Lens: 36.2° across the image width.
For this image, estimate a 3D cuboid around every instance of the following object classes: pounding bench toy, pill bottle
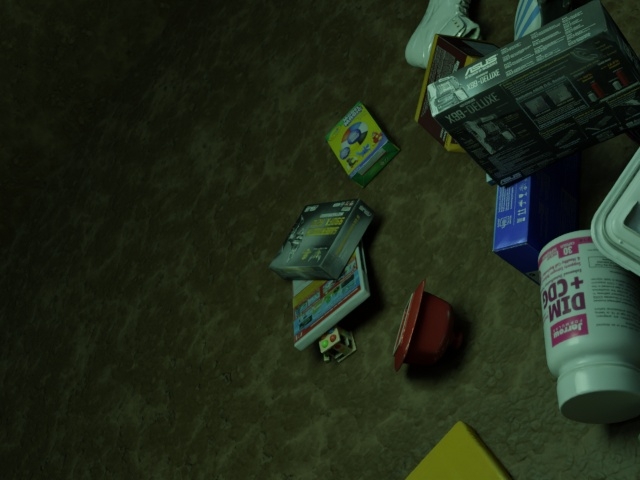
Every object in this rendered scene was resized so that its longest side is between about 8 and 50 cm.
[{"bbox_3d":[0.021,0.221,2.058,0.083,0.065,0.052,-39,41,23],"label":"pounding bench toy"},{"bbox_3d":[0.441,0.139,1.578,0.160,0.160,0.283,-25,48,35],"label":"pill bottle"}]

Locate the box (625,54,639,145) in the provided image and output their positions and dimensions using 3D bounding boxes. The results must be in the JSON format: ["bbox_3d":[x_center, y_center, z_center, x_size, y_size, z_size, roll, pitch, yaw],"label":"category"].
[{"bbox_3d":[0.622,-0.211,1.645,0.163,0.142,0.247,-51,38,8],"label":"box"}]

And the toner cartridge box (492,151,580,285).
[{"bbox_3d":[0.401,-0.104,1.794,0.075,0.165,0.347,-17,52,40],"label":"toner cartridge box"}]

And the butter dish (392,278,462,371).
[{"bbox_3d":[0.211,0.175,1.854,0.160,0.118,0.160,97,-170,-70],"label":"butter dish"}]

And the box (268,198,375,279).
[{"bbox_3d":[0.000,0.000,2.191,0.231,0.056,0.183,-3,51,59],"label":"box"}]

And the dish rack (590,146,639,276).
[{"bbox_3d":[0.607,-0.037,1.458,0.333,0.072,0.285,34,91,18],"label":"dish rack"}]

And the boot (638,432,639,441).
[{"bbox_3d":[0.574,0.275,1.408,0.213,0.077,0.165,-47,37,17],"label":"boot"}]

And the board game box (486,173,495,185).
[{"bbox_3d":[0.376,-0.167,1.982,0.090,0.020,0.090,-25,48,35],"label":"board game box"}]

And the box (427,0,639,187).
[{"bbox_3d":[0.367,-0.228,1.601,0.307,0.242,0.076,-25,49,28],"label":"box"}]

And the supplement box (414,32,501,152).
[{"bbox_3d":[0.302,-0.295,1.982,0.194,0.129,0.191,-122,40,-60],"label":"supplement box"}]

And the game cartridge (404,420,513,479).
[{"bbox_3d":[0.232,0.508,1.643,0.285,0.053,0.323,-50,36,10],"label":"game cartridge"}]

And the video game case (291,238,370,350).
[{"bbox_3d":[0.017,0.091,2.135,0.204,0.025,0.285,-40,26,21],"label":"video game case"}]

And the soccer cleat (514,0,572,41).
[{"bbox_3d":[0.452,-0.398,2.013,0.143,0.116,0.331,139,143,-75],"label":"soccer cleat"}]

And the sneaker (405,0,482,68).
[{"bbox_3d":[0.323,-0.516,2.230,0.169,0.108,0.292,30,97,51],"label":"sneaker"}]

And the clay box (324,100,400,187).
[{"bbox_3d":[0.091,-0.237,2.318,0.127,0.053,0.222,-46,40,14],"label":"clay box"}]
